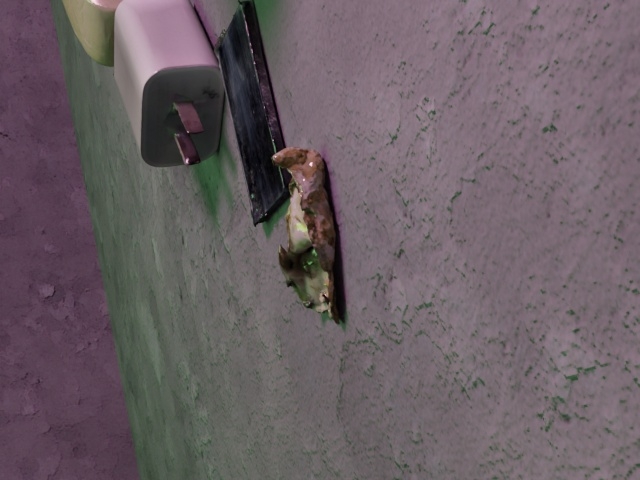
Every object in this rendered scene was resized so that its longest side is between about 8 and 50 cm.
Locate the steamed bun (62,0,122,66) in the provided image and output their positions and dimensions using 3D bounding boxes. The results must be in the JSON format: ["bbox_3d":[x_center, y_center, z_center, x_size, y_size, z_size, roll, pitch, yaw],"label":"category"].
[{"bbox_3d":[-0.361,-0.437,1.723,0.200,0.155,0.250,110,139,-59],"label":"steamed bun"}]

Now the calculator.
[{"bbox_3d":[-0.088,-0.159,1.287,0.161,0.021,0.261,144,115,-68],"label":"calculator"}]

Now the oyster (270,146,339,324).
[{"bbox_3d":[-0.003,0.002,1.104,0.106,0.061,0.199,36,137,39],"label":"oyster"}]

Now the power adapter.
[{"bbox_3d":[-0.218,-0.217,1.469,0.187,0.124,0.255,102,153,-47],"label":"power adapter"}]
